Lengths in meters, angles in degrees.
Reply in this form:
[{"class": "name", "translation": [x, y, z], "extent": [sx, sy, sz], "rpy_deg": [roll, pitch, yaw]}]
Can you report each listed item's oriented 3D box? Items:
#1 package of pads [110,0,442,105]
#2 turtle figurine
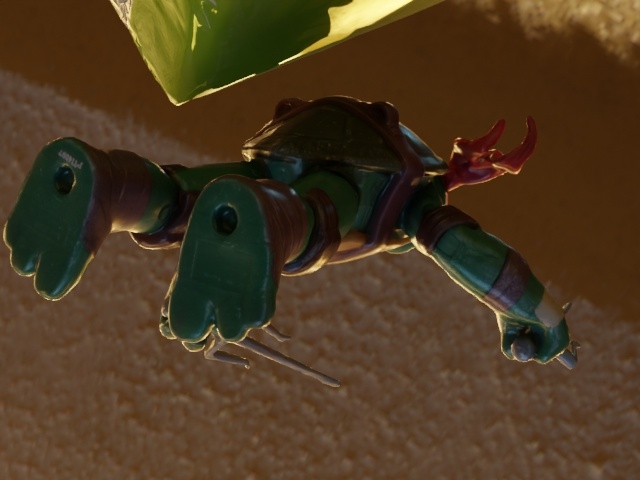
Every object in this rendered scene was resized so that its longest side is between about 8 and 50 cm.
[{"class": "package of pads", "translation": [0.046, -0.196, 0.535], "extent": [0.229, 0.296, 0.101], "rpy_deg": [-25, -110, -27]}, {"class": "turtle figurine", "translation": [0.000, 0.000, 0.612], "extent": [0.234, 0.175, 0.118], "rpy_deg": [3, -99, -56]}]
